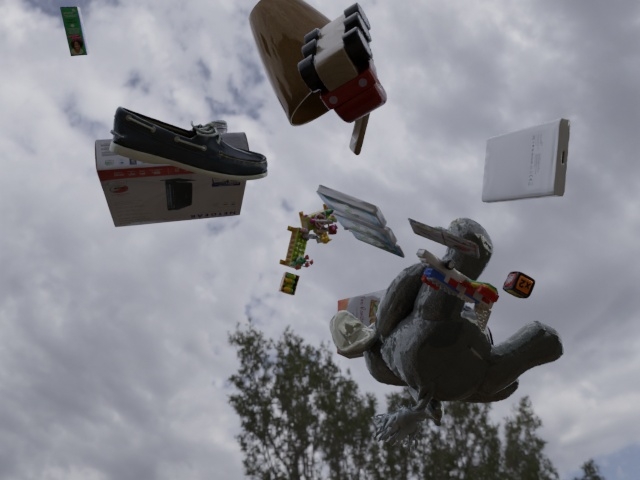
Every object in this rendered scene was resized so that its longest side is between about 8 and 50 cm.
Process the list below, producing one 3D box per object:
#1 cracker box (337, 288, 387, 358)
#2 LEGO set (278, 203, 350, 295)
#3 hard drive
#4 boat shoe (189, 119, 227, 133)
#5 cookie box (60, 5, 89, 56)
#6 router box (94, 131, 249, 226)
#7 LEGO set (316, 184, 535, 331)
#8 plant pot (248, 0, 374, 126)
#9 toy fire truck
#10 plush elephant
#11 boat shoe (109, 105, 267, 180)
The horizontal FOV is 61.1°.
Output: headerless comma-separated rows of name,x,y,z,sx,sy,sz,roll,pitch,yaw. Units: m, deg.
cracker box,0.155,0.218,1.449,0.232,0.156,0.067,-18,-34,31
LEGO set,0.000,0.000,1.260,0.107,0.287,0.132,2,-50,47
hard drive,0.576,-0.217,1.549,0.040,0.203,0.307,6,-2,-19
boat shoe,-0.350,-0.307,1.656,0.083,0.076,0.226,-5,0,-30
cookie box,-0.583,-0.498,1.289,0.040,0.092,0.107,-11,-66,-15
router box,-0.355,-0.144,1.339,0.335,0.082,0.301,-7,-21,-15
LEGO set,0.117,0.028,0.625,0.244,0.060,0.182,23,-10,24
plant pot,-0.047,-0.436,1.246,0.237,0.237,0.254,-38,-94,32
toy fire truck,0.062,-0.272,1.012,0.158,0.217,0.246,-26,-57,22
plush elephant,0.169,0.163,0.884,0.272,0.255,0.330,45,-99,-12
boat shoe,-0.203,-0.156,0.876,0.254,0.095,0.079,11,-72,-14
